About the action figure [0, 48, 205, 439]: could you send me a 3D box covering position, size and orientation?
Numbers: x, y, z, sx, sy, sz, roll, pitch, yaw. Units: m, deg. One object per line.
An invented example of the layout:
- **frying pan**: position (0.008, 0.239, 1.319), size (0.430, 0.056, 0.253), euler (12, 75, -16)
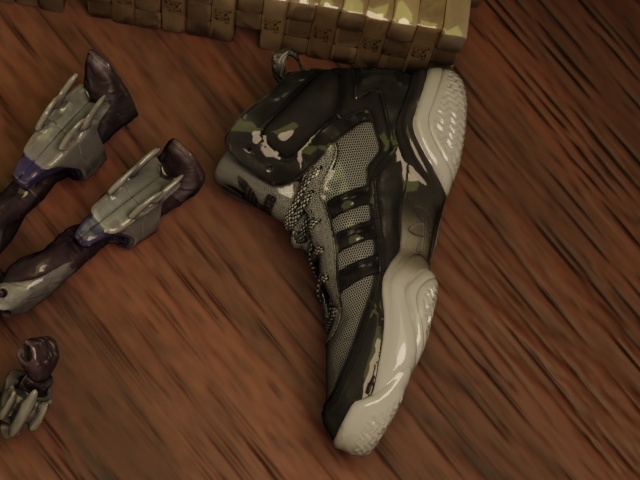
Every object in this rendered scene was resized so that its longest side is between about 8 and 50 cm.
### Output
- **action figure**: position (-0.209, 0.019, 1.043), size (0.185, 0.099, 0.285), euler (43, 78, 1)

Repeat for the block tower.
- **block tower**: position (-0.051, -0.188, 1.119), size (0.335, 0.091, 0.097), euler (8, 75, -3)

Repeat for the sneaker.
- **sneaker**: position (0.000, 0.000, 1.071), size (0.153, 0.101, 0.268), euler (13, 68, -2)
